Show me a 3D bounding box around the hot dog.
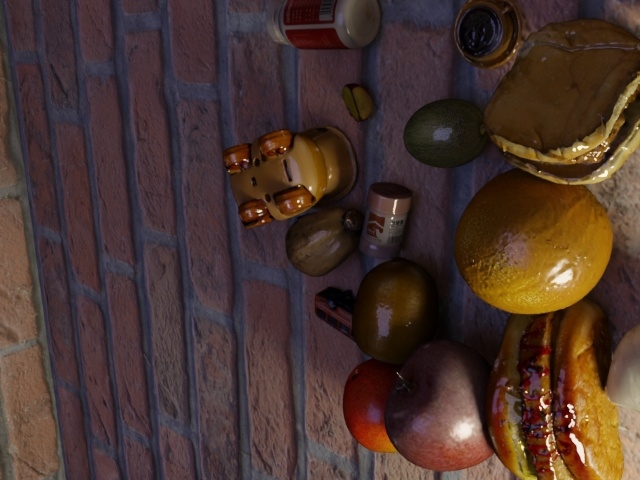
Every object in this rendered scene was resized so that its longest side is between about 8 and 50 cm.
[{"bbox_3d":[0.435,0.309,1.402,0.185,0.223,0.405,-2,101,47],"label":"hot dog"}]

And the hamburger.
[{"bbox_3d":[0.422,-0.231,1.237,0.259,0.144,0.283,35,88,42],"label":"hamburger"}]

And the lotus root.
[{"bbox_3d":[0.000,0.000,1.792,0.257,0.140,0.154,-36,84,42],"label":"lotus root"}]

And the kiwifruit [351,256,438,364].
[{"bbox_3d":[0.166,0.152,1.635,0.196,0.196,0.234,5,89,44],"label":"kiwifruit"}]

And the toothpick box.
[{"bbox_3d":[0.145,-0.044,1.663,0.098,0.098,0.149,29,122,36],"label":"toothpick box"}]

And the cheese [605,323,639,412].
[{"bbox_3d":[0.593,0.226,1.270,0.198,0.154,0.189,17,109,41],"label":"cheese"}]

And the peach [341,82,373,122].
[{"bbox_3d":[0.087,-0.312,1.670,0.083,0.050,0.077,60,159,26],"label":"peach"}]

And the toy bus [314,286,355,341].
[{"bbox_3d":[0.084,0.194,1.823,0.235,0.073,0.096,31,132,35],"label":"toy bus"}]

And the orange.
[{"bbox_3d":[0.376,0.003,1.331,0.274,0.274,0.274,16,113,41],"label":"orange"}]

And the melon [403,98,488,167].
[{"bbox_3d":[0.254,-0.213,1.476,0.192,0.139,0.139,0,103,41],"label":"melon"}]

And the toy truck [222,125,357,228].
[{"bbox_3d":[-0.080,-0.157,1.771,0.288,0.211,0.204,-17,90,42],"label":"toy truck"}]

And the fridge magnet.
[{"bbox_3d":[0.314,-0.398,1.412,0.143,0.063,0.143,13,111,38],"label":"fridge magnet"}]

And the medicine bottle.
[{"bbox_3d":[0.002,-0.488,1.643,0.250,0.131,0.131,13,112,42],"label":"medicine bottle"}]

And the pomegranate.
[{"bbox_3d":[0.168,0.386,1.704,0.221,0.221,0.256,-19,113,46],"label":"pomegranate"}]

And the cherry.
[{"bbox_3d":[0.263,0.344,1.516,0.221,0.307,0.261,4,64,56],"label":"cherry"}]
